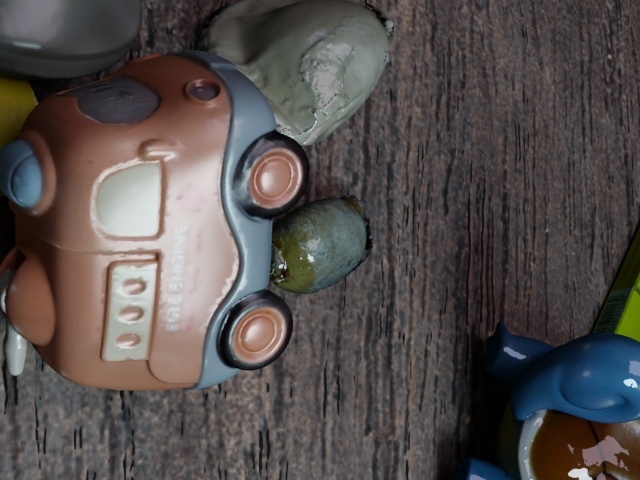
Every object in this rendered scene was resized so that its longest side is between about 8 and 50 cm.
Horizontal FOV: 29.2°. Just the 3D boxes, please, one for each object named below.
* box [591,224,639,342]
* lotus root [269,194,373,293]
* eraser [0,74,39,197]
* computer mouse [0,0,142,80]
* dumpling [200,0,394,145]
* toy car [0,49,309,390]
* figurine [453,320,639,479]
[{"bbox_3d":[0.450,0.095,1.582,0.187,0.047,0.335,49,52,-21],"label":"box"},{"bbox_3d":[0.002,0.001,1.180,0.165,0.088,0.088,-28,98,-53],"label":"lotus root"},{"bbox_3d":[-0.274,-0.077,0.969,0.122,0.045,0.097,-25,95,-43],"label":"eraser"},{"bbox_3d":[-0.247,-0.286,1.002,0.197,0.095,0.331,-9,80,-43],"label":"computer mouse"},{"bbox_3d":[-0.029,-0.177,1.171,0.172,0.142,0.247,30,39,3],"label":"dumpling"},{"bbox_3d":[-0.147,-0.012,0.951,0.212,0.180,0.271,-5,112,-33],"label":"toy car"},{"bbox_3d":[0.277,0.218,1.306,0.416,0.242,0.298,56,36,-44],"label":"figurine"}]
